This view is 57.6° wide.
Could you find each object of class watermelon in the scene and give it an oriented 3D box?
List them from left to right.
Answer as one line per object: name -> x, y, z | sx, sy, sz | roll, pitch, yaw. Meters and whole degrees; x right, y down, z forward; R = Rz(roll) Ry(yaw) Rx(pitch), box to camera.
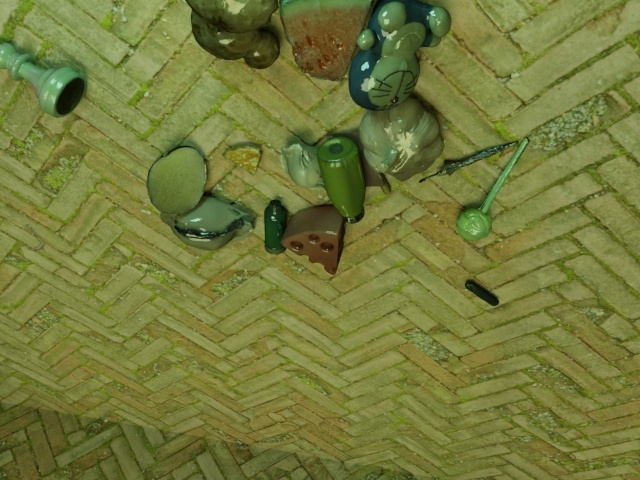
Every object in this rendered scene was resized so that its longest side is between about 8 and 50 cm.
watermelon -> 0.015, -0.470, 1.289 | 0.193, 0.140, 0.257 | 6, 145, 4

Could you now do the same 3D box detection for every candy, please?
candy -> 0.461, -0.132, 1.536 | 0.092, 0.093, 0.335 | -12, 139, -35

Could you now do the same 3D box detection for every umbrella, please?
umbrella -> 0.378, -0.207, 1.507 | 0.269, 0.044, 0.044 | -21, 100, 22
umbrella -> 0.510, 0.169, 1.843 | 0.133, 0.031, 0.036 | 34, 132, -16

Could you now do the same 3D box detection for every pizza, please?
pizza -> -0.213, -0.230, 1.660 | 0.123, 0.026, 0.108 | -5, 135, 18

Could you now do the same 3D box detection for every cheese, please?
cheese -> -0.021, -0.015, 1.757 | 0.177, 0.128, 0.203 | 12, 141, 7

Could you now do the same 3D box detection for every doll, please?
doll -> 0.153, -0.401, 1.271 | 0.154, 0.228, 0.258 | 45, 136, 36

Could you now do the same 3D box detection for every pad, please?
pad -> 0.096, -0.215, 1.575 | 0.113, 0.006, 0.188 | 2, 137, 35

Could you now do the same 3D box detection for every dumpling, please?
dumpling -> -0.355, -0.030, 1.815 | 0.293, 0.163, 0.204 | 9, 133, -8
dumpling -> -0.050, -0.205, 1.588 | 0.127, 0.108, 0.188 | 24, 160, 34

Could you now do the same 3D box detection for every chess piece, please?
chess piece -> -0.779, -0.453, 1.550 | 0.271, 0.139, 0.139 | 33, 135, -1

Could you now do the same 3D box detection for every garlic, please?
garlic -> 0.186, -0.220, 1.417 | 0.218, 0.212, 0.218 | 13, 136, 13

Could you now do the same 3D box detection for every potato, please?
potato -> -0.435, -0.188, 1.698 | 0.182, 0.117, 0.202 | -10, 117, -33

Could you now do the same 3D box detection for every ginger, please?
ginger -> -0.194, -0.494, 1.267 | 0.244, 0.155, 0.304 | 20, 168, 7

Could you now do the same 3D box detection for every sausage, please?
sausage -> 0.162, -0.180, 1.599 | 0.024, 0.024, 0.132 | -11, 131, 26

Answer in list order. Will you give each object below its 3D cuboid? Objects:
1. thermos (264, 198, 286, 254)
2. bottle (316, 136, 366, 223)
thermos -> -0.140, -0.043, 1.787 | 0.073, 0.083, 0.188 | 12, 135, 9
bottle -> 0.067, -0.152, 1.574 | 0.112, 0.112, 0.260 | 1, 140, 16
